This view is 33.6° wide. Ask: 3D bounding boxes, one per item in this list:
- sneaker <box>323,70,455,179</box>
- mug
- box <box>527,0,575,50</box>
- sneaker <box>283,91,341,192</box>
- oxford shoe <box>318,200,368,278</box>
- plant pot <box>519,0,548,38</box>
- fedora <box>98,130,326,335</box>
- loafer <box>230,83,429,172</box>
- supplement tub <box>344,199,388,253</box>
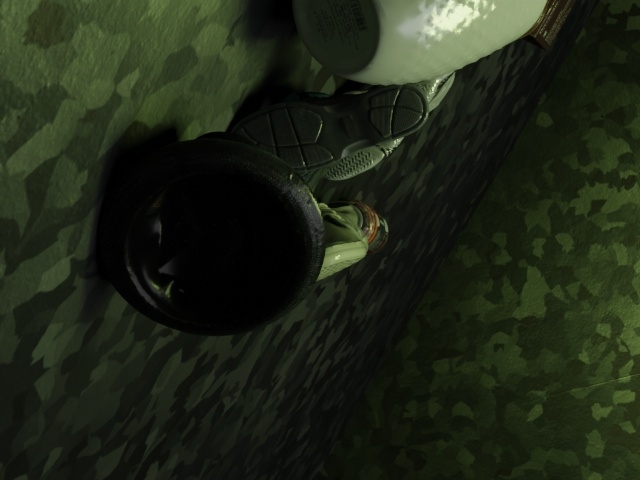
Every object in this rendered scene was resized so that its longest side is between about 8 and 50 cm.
[{"bbox_3d":[0.132,-0.250,1.972,0.366,0.137,0.210,-48,174,4],"label":"sneaker"},{"bbox_3d":[0.121,-0.410,1.513,0.328,0.276,0.374,-31,119,-37],"label":"mug"},{"bbox_3d":[0.462,-0.545,2.369,0.168,0.167,0.203,-62,163,11],"label":"box"},{"bbox_3d":[-0.070,-0.101,1.756,0.140,0.125,0.341,9,117,-43],"label":"sneaker"},{"bbox_3d":[0.000,0.000,1.951,0.169,0.130,0.449,-21,-176,9],"label":"oxford shoe"},{"bbox_3d":[0.367,-0.510,2.198,0.165,0.167,0.167,2,118,-62],"label":"plant pot"},{"bbox_3d":[-0.143,-0.028,1.460,0.152,0.334,0.334,-87,-168,-51],"label":"fedora"},{"bbox_3d":[0.014,-0.171,1.617,0.095,0.302,0.109,-85,163,-81],"label":"loafer"},{"bbox_3d":[0.079,-0.029,2.275,0.106,0.106,0.198,-59,164,2],"label":"supplement tub"}]
